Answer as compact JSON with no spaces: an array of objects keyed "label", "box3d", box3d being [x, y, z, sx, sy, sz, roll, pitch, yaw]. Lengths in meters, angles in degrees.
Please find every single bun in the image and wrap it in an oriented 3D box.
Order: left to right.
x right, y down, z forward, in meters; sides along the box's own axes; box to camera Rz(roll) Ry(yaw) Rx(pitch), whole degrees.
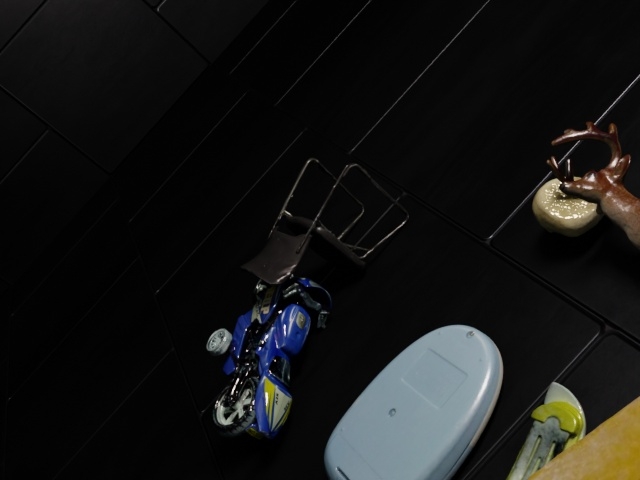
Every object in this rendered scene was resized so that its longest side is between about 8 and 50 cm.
[{"label":"bun","box3d":[0.298,-0.036,0.925,0.086,0.055,0.086,-9,47,10]}]

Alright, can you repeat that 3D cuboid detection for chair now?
[{"label":"chair","box3d":[0.000,0.000,1.198,0.221,0.145,0.140,-54,28,-12]}]

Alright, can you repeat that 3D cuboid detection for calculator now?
[{"label":"calculator","box3d":[0.094,0.225,0.901,0.303,0.042,0.188,-49,29,-7]}]

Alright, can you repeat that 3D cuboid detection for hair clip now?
[{"label":"hair clip","box3d":[0.206,0.228,0.752,0.188,0.033,0.060,-54,31,-15]}]

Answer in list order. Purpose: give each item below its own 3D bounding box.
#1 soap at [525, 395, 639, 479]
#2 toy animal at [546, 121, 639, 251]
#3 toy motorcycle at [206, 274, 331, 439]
[{"label":"soap","box3d":[0.303,0.244,0.479,0.293,0.156,0.335,-43,28,19]},{"label":"toy animal","box3d":[0.364,-0.028,0.791,0.243,0.087,0.260,-7,46,18]},{"label":"toy motorcycle","box3d":[-0.070,0.152,1.148,0.168,0.113,0.316,-21,40,35]}]
